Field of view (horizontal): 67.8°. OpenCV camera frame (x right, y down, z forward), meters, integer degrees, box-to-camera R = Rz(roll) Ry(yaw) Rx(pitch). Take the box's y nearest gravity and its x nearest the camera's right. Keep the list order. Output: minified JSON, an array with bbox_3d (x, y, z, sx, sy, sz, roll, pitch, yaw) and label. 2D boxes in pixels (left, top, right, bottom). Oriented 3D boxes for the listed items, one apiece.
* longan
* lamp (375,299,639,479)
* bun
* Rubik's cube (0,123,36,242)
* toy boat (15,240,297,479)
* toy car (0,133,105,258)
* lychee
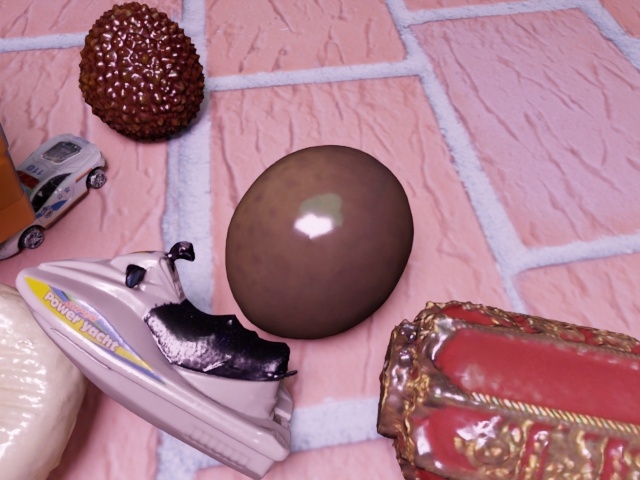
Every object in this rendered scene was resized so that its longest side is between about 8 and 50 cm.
[{"bbox_3d":[0.000,0.000,0.507,0.196,0.197,0.220,32,64,20],"label":"longan"},{"bbox_3d":[0.187,0.152,0.420,0.273,0.177,0.177,11,56,5],"label":"lamp"},{"bbox_3d":[-0.345,0.157,0.416,0.259,0.160,0.260,5,68,-13],"label":"bun"},{"bbox_3d":[-0.475,-0.085,0.390,0.290,0.291,0.291,48,61,-2],"label":"Rubik's cube"},{"bbox_3d":[-0.128,0.087,0.425,0.269,0.141,0.141,46,63,-4],"label":"toy boat"},{"bbox_3d":[-0.377,-0.064,0.630,0.095,0.056,0.205,24,58,14],"label":"toy car"},{"bbox_3d":[-0.255,-0.242,0.685,0.187,0.188,0.188,0,55,0],"label":"lychee"}]
